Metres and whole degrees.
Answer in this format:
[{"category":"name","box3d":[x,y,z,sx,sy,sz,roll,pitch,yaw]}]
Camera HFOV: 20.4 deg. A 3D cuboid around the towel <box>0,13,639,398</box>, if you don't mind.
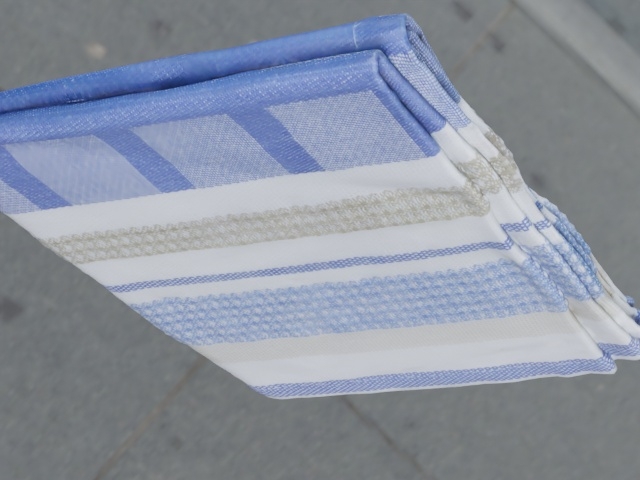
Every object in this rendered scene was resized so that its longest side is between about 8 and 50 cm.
[{"category":"towel","box3d":[0.000,0.000,0.727,0.285,0.209,0.034,42,47,-53]}]
